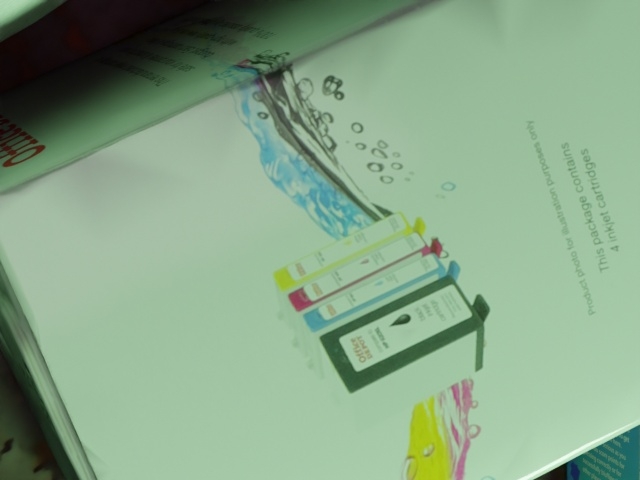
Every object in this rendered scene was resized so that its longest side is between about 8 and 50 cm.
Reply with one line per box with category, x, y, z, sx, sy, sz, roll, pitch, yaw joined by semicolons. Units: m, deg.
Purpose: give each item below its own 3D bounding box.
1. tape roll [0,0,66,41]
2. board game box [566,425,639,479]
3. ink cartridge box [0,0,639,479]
tape roll;-0.190;-0.229;0.500;0.392;0.072;0.392;2;82;-13
board game box;0.153;0.098;0.700;0.047;0.160;0.210;-6;103;-19
ink cartridge box;0.000;0.000;0.620;0.232;0.171;0.168;-25;108;-13
